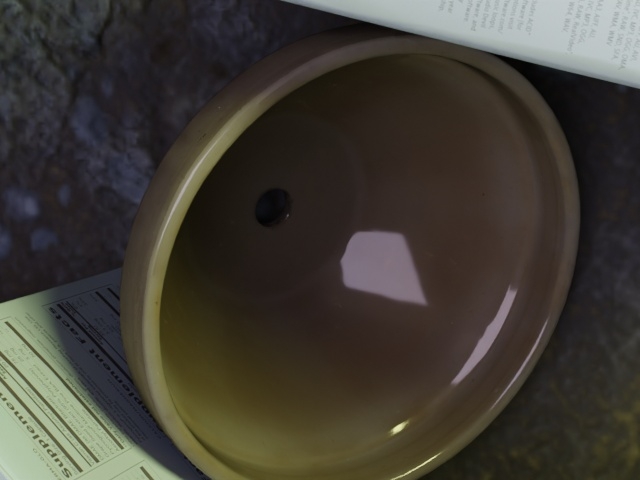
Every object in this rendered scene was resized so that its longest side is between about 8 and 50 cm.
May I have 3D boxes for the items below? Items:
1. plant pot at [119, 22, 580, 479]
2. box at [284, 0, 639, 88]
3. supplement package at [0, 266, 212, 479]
[{"bbox_3d":[0.000,0.000,0.902,0.110,0.237,0.237,39,109,52],"label":"plant pot"},{"bbox_3d":[0.117,-0.106,0.819,0.322,0.232,0.058,17,101,13],"label":"box"},{"bbox_3d":[-0.142,0.160,0.904,0.199,0.262,0.198,-45,83,16],"label":"supplement package"}]
